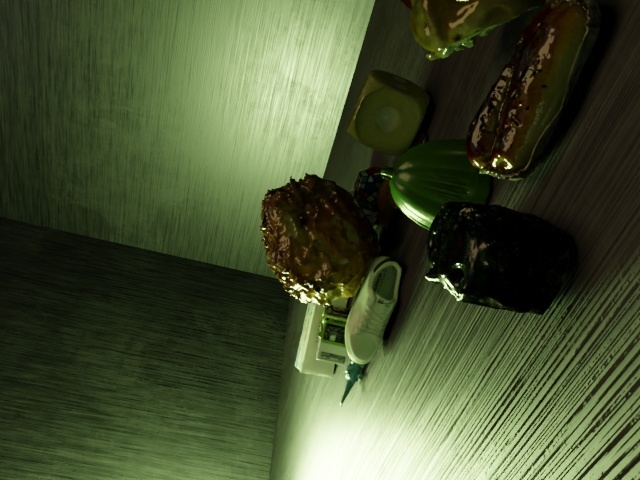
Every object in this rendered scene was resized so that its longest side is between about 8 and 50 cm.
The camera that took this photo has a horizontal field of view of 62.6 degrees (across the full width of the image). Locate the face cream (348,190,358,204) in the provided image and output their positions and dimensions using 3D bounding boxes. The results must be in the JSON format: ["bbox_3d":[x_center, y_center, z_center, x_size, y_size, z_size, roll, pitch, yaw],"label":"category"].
[{"bbox_3d":[0.127,-0.123,1.812,0.143,0.089,0.314,-48,11,-3],"label":"face cream"}]

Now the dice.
[{"bbox_3d":[0.174,-0.334,1.371,0.169,0.169,0.166,-75,8,-60],"label":"dice"}]

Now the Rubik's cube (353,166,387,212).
[{"bbox_3d":[0.155,-0.144,1.492,0.112,0.133,0.133,-7,-68,-71],"label":"Rubik's cube"}]

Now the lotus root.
[{"bbox_3d":[0.186,-0.103,0.925,0.186,0.186,0.186,-167,90,-83],"label":"lotus root"}]

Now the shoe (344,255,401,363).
[{"bbox_3d":[0.126,0.160,1.231,0.110,0.095,0.265,145,141,-79],"label":"shoe"}]

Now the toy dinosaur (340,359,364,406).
[{"bbox_3d":[0.089,0.345,1.388,0.080,0.045,0.197,88,-158,-81],"label":"toy dinosaur"}]

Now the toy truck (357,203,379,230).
[{"bbox_3d":[0.149,-0.076,1.618,0.077,0.076,0.111,78,-161,-56],"label":"toy truck"}]

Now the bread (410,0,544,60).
[{"bbox_3d":[0.223,-0.446,0.844,0.238,0.196,0.252,-107,-7,-84],"label":"bread"}]

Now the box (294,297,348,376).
[{"bbox_3d":[-0.001,0.324,1.840,0.203,0.116,0.274,141,142,-78],"label":"box"}]

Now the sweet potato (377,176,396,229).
[{"bbox_3d":[0.176,-0.104,1.389,0.202,0.058,0.055,88,170,-55],"label":"sweet potato"}]

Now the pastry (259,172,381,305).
[{"bbox_3d":[-0.009,-0.011,1.416,0.337,0.292,0.405,65,-162,-2],"label":"pastry"}]

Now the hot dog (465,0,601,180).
[{"bbox_3d":[0.281,-0.204,0.714,0.162,0.081,0.270,-93,18,-62],"label":"hot dog"}]

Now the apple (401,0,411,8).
[{"bbox_3d":[0.266,-0.602,1.103,0.272,0.206,0.251,-94,29,-60],"label":"apple"}]

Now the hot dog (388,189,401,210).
[{"bbox_3d":[0.202,-0.110,1.312,0.035,0.058,0.083,-25,-34,-44],"label":"hot dog"}]

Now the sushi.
[{"bbox_3d":[0.211,0.013,0.679,0.225,0.127,0.124,-103,27,-79],"label":"sushi"}]

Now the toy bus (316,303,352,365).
[{"bbox_3d":[0.048,0.261,1.541,0.301,0.113,0.139,-7,-70,-89],"label":"toy bus"}]

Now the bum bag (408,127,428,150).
[{"bbox_3d":[0.235,-0.206,1.349,0.109,0.026,0.159,-92,22,-64],"label":"bum bag"}]
